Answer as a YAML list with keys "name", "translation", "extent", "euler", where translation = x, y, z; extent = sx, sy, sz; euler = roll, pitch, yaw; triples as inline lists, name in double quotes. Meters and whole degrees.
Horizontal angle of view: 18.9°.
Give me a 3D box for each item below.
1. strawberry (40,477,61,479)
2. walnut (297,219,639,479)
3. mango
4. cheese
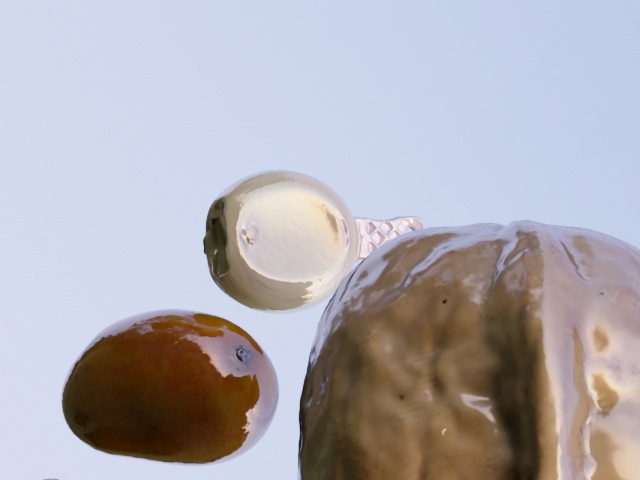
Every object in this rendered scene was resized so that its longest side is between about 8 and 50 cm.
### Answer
- name: "strawberry"
  translation: [-0.228, 0.297, 1.783]
  extent: [0.131, 0.148, 0.131]
  euler: [6, -37, 5]
- name: "walnut"
  translation: [0.158, 0.157, 1.535]
  extent: [0.381, 0.381, 0.381]
  euler: [29, -44, 32]
- name: "mango"
  translation: [-0.144, 0.135, 1.763]
  extent: [0.221, 0.120, 0.151]
  euler: [0, -62, 24]
- name: "cheese"
  translation: [0.000, 0.000, 1.835]
  extent: [0.064, 0.227, 0.137]
  euler: [-8, -96, 62]
